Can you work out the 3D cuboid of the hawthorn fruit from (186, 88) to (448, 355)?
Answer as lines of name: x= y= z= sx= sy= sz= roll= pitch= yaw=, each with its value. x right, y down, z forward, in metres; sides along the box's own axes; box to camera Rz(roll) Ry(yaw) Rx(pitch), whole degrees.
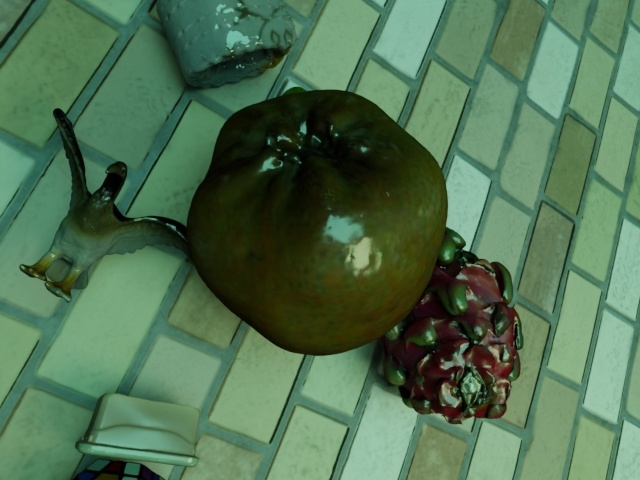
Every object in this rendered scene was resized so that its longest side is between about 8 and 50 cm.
hawthorn fruit: x=0.000 y=0.000 z=0.578 sx=0.268 sy=0.268 sz=0.300 roll=-46 pitch=144 yaw=-24

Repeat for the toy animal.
toy animal: x=-0.221 y=-0.011 z=0.530 sx=0.273 sy=0.197 sz=0.160 roll=38 pitch=78 yaw=-9

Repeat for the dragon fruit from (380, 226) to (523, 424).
dragon fruit: x=0.169 y=0.097 z=0.689 sx=0.219 sy=0.198 sz=0.272 roll=0 pitch=80 yaw=-16

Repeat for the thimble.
thimble: x=-0.118 y=-0.272 z=0.657 sx=0.152 sy=0.127 sz=0.117 roll=-24 pitch=93 yaw=-32

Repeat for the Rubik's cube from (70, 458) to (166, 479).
Rubik's cube: x=-0.214 y=0.289 z=0.524 sx=0.112 sy=0.133 sz=0.132 roll=18 pitch=72 yaw=-48

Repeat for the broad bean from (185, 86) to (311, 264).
broad bean: x=-0.081 y=-0.086 z=0.690 sx=0.060 sy=0.043 sz=0.297 roll=29 pitch=71 yaw=-7

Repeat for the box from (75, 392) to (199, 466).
box: x=-0.194 y=0.207 z=0.565 sx=0.122 sy=0.089 sz=0.062 roll=17 pitch=63 yaw=-22
